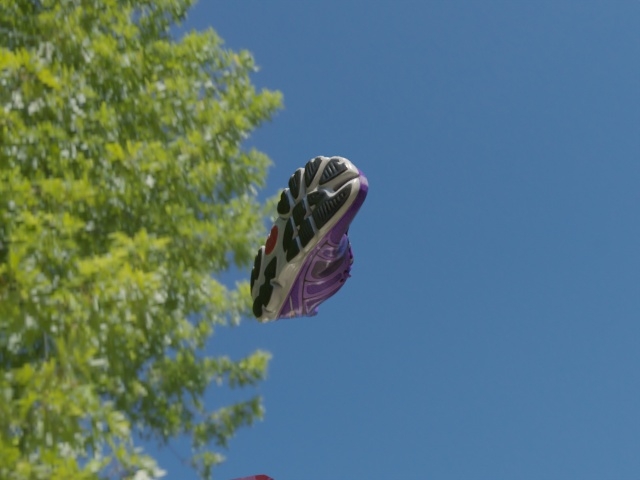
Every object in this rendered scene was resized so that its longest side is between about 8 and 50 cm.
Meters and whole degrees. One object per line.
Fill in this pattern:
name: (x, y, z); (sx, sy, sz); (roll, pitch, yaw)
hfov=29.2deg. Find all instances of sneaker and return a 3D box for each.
sneaker: (0.000, 0.000, 0.939); (0.071, 0.068, 0.170); (4, -39, -24)

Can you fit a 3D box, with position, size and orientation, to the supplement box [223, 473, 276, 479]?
supplement box: (-0.068, 0.224, 0.490); (0.130, 0.073, 0.240); (0, -76, -39)
